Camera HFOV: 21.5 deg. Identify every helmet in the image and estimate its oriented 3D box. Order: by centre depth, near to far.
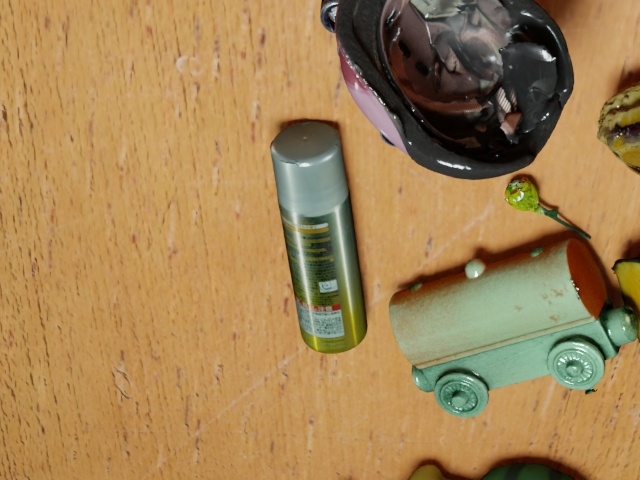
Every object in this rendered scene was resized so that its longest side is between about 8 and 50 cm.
[{"bbox_3d":[0.111,-0.166,1.579,0.253,0.198,0.154,33,167,-13],"label":"helmet"}]

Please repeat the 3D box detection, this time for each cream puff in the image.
[{"bbox_3d":[0.346,-0.115,1.701,0.133,0.104,0.119,10,165,16],"label":"cream puff"}]

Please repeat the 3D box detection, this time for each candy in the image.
[{"bbox_3d":[0.253,-0.031,1.854,0.123,0.035,0.035,31,114,-21],"label":"candy"}]

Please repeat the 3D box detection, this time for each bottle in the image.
[{"bbox_3d":[0.000,0.000,1.913,0.082,0.082,0.286,3,131,14],"label":"bottle"}]

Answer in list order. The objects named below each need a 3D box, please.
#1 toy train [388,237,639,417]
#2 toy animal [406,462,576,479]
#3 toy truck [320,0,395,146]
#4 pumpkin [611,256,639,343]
[{"bbox_3d":[0.212,0.094,1.920,0.285,0.116,0.177,-18,112,34],"label":"toy train"},{"bbox_3d":[0.186,0.394,2.128,0.338,0.191,0.216,-12,125,24],"label":"toy animal"},{"bbox_3d":[0.075,-0.218,1.688,0.124,0.114,0.253,-20,123,16],"label":"toy truck"},{"bbox_3d":[0.459,0.119,1.870,0.148,0.169,0.312,-31,94,-9],"label":"pumpkin"}]
